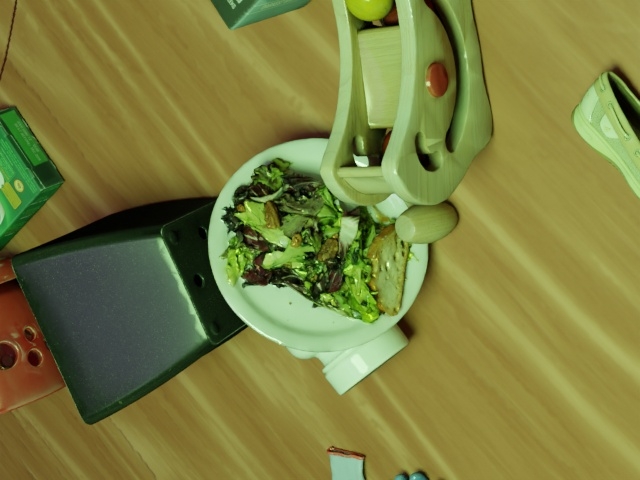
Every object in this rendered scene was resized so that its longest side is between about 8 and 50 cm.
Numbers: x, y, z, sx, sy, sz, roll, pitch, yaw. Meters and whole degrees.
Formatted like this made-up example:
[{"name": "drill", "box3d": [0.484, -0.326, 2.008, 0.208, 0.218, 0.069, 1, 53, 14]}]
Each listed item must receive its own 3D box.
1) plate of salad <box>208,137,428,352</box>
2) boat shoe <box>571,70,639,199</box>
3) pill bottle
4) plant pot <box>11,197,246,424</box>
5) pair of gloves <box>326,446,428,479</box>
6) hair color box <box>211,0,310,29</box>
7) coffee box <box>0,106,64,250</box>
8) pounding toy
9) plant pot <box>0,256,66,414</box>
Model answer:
[{"name": "plate of salad", "box3d": [0.000, 0.000, 1.149, 0.199, 0.200, 0.048, 53, 166, 7]}, {"name": "boat shoe", "box3d": [0.261, -0.066, 0.993, 0.153, 0.056, 0.048, 49, 137, 21]}, {"name": "pill bottle", "box3d": [-0.004, 0.048, 1.220, 0.186, 0.112, 0.112, 52, 132, 7]}, {"name": "plant pot", "box3d": [-0.167, 0.053, 1.318, 0.167, 0.188, 0.187, -22, 95, 31]}, {"name": "pair of gloves", "box3d": [0.066, 0.298, 1.337, 0.198, 0.023, 0.159, 10, 115, 35]}, {"name": "hair color box", "box3d": [0.011, -0.356, 1.026, 0.374, 0.114, 0.185, -38, 83, 42]}, {"name": "coffee box", "box3d": [-0.386, -0.066, 1.529, 0.184, 0.040, 0.113, -40, 82, 42]}, {"name": "pounding toy", "box3d": [0.041, -0.111, 1.084, 0.155, 0.154, 0.269, 1, 109, 39]}, {"name": "plant pot", "box3d": [-0.411, 0.121, 1.533, 0.191, 0.191, 0.174, -14, 97, 42]}]
